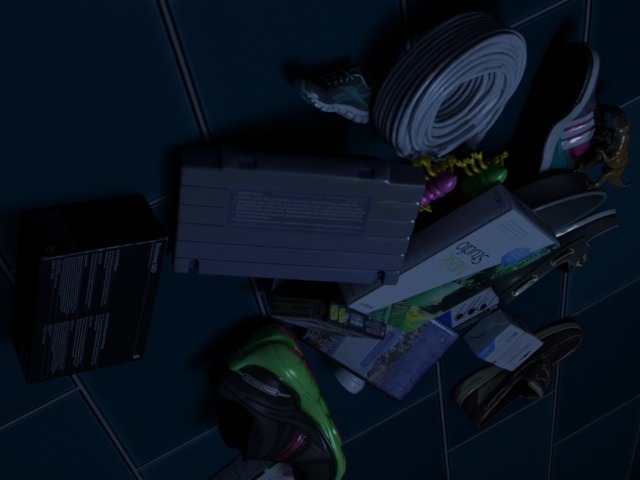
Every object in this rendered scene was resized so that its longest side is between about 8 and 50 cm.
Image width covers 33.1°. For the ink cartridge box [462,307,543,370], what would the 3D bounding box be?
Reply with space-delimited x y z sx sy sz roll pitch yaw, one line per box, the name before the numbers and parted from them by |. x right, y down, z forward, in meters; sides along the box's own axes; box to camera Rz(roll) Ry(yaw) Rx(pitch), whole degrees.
ink cartridge box | 0.403 0.218 2.363 0.104 0.061 0.181 -44 143 14

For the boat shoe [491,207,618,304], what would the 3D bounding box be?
boat shoe | 0.468 0.028 2.139 0.305 0.091 0.109 -25 174 -12

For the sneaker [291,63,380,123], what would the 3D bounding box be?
sneaker | 0.025 -0.224 1.555 0.166 0.065 0.076 8 117 -53

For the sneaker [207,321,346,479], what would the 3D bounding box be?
sneaker | -0.086 0.335 2.031 0.202 0.185 0.482 -24 134 -3

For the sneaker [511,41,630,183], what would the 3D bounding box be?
sneaker | 0.455 -0.221 1.839 0.179 0.123 0.295 -12 145 -23

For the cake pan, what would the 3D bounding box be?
cake pan | 0.372 -0.045 1.953 0.293 0.054 0.293 -20 166 -5

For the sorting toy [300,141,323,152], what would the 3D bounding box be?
sorting toy | -0.006 -0.106 1.659 0.042 0.061 0.102 -19 114 27

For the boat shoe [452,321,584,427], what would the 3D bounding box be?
boat shoe | 0.477 0.315 2.483 0.342 0.123 0.123 -29 144 -9

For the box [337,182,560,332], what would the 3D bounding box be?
box | 0.218 0.040 1.808 0.322 0.058 0.232 -31 151 20

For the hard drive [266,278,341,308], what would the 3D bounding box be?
hard drive | 0.000 0.000 1.789 0.172 0.054 0.254 -10 138 -31

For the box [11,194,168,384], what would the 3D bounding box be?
box | -0.338 0.073 1.558 0.184 0.103 0.261 -8 136 -29

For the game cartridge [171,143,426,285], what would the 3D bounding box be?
game cartridge | -0.037 -0.036 1.607 0.355 0.068 0.230 4 130 -9

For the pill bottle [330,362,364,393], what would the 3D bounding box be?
pill bottle | 0.110 0.208 2.079 0.184 0.103 0.103 -43 144 12

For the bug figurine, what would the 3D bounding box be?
bug figurine | 0.178 -0.070 1.715 0.279 0.072 0.216 -7 162 -40

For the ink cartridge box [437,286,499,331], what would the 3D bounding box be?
ink cartridge box | 0.264 0.147 2.181 0.207 0.046 0.097 -27 143 -11

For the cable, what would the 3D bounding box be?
cable | 0.196 -0.229 1.618 0.257 0.089 0.257 -2 136 -54

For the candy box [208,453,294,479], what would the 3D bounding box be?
candy box | -0.143 0.515 2.256 0.233 0.071 0.159 -38 144 5

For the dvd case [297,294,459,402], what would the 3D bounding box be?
dvd case | 0.108 0.176 1.994 0.253 0.022 0.180 34 106 -21

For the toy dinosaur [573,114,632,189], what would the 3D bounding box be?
toy dinosaur | 0.497 -0.123 1.838 0.112 0.064 0.211 -18 145 0

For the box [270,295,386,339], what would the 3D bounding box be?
box | 0.017 0.134 1.834 0.207 0.114 0.036 25 71 -58
